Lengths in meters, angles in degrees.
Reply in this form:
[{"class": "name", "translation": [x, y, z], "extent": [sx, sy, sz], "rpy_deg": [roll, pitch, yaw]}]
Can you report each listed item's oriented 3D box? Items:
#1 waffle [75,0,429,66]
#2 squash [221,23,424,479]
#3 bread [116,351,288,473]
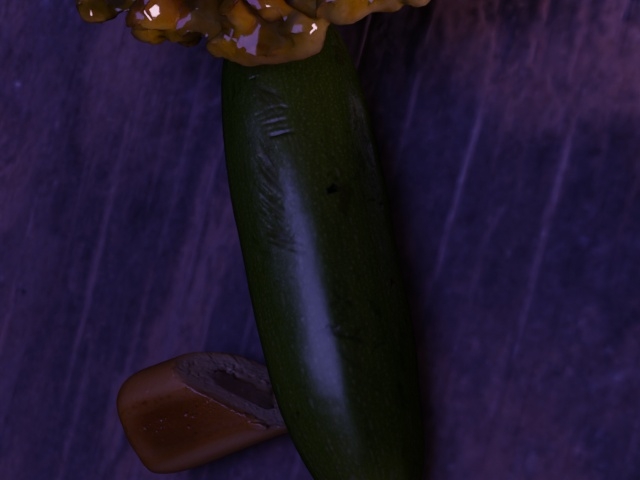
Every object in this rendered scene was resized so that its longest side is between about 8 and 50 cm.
[{"class": "waffle", "translation": [-0.005, -0.235, 0.749], "extent": [0.307, 0.060, 0.312], "rpy_deg": [-2, 63, 27]}, {"class": "squash", "translation": [-0.001, -0.001, 0.724], "extent": [0.082, 0.082, 0.292], "rpy_deg": [-20, 71, 27]}, {"class": "bread", "translation": [-0.059, 0.087, 0.761], "extent": [0.103, 0.049, 0.062], "rpy_deg": [-24, 98, 25]}]
